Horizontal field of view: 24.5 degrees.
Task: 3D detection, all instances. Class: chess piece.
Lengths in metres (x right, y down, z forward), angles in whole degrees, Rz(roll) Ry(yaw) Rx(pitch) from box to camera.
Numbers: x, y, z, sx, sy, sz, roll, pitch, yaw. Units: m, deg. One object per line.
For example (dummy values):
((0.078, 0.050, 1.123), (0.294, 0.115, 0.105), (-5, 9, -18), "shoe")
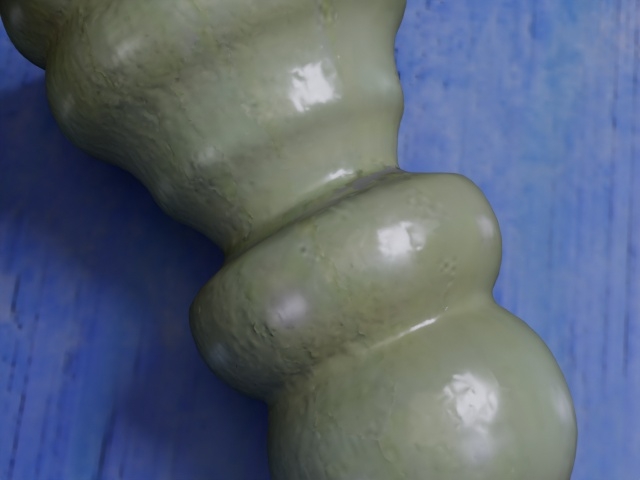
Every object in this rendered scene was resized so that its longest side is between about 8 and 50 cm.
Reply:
((0.000, 0.000, 0.523), (0.144, 0.144, 0.251), (-23, 80, -9), "chess piece")
